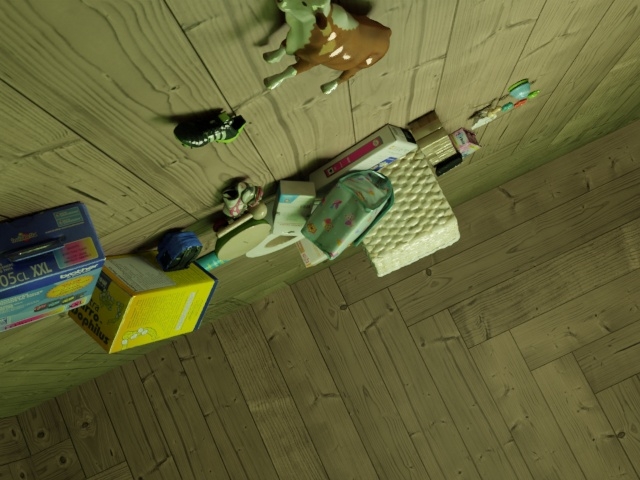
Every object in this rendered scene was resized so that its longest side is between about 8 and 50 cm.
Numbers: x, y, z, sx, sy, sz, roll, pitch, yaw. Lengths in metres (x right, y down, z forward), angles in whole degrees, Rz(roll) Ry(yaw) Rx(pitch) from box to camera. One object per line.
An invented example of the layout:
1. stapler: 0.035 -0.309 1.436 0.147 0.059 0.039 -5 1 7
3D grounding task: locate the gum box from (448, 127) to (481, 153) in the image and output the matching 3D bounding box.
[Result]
1. gum box: 0.487 -0.331 2.407 0.107 0.062 0.188 -30 169 24

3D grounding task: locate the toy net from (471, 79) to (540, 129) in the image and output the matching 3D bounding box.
1. toy net: 0.577 -0.431 2.192 0.232 0.045 0.122 -31 170 35

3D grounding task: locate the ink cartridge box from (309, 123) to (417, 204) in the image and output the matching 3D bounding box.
1. ink cartridge box: 0.097 -0.217 2.053 0.371 0.069 0.176 -32 167 24

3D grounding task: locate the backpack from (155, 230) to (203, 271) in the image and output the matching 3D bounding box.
1. backpack: -0.405 0.022 1.961 0.120 0.101 0.098 -41 167 33

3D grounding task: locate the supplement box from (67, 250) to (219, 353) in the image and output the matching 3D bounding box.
1. supplement box: -0.504 0.163 1.990 0.357 0.194 0.195 -7 128 -58

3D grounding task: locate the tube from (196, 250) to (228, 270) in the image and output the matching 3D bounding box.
1. tube: -0.330 0.047 2.399 0.207 0.052 0.080 -27 144 1

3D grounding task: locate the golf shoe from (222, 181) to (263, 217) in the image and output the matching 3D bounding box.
1. golf shoe: -0.227 -0.116 1.840 0.086 0.067 0.186 21 154 -25

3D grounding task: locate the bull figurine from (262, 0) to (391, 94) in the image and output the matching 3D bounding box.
1. bull figurine: 0.005 -0.334 1.165 0.188 0.101 0.310 -27 168 33

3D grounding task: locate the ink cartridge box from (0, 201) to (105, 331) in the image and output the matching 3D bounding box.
1. ink cartridge box: -0.633 0.060 1.497 0.270 0.151 0.395 -20 167 -29

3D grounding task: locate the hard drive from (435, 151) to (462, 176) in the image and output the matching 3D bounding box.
1. hard drive: 0.427 -0.254 2.284 0.094 0.022 0.135 -31 -173 18

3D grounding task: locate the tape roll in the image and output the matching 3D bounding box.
1. tape roll: -0.134 -0.050 2.248 0.286 0.100 0.286 -24 169 -5

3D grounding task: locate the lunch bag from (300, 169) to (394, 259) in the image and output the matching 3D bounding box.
1. lunch bag: 0.094 -0.089 2.033 0.223 0.160 0.262 -50 172 29

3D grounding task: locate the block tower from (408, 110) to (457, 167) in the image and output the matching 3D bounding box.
1. block tower: 0.353 -0.308 2.129 0.097 0.090 0.335 -27 170 11

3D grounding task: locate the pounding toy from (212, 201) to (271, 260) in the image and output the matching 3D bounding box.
1. pounding toy: -0.248 -0.046 2.012 0.183 0.110 0.237 -29 163 -16

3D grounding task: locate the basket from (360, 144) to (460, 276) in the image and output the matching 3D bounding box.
1. basket: 0.264 -0.099 2.316 0.332 0.328 0.266 -25 168 3

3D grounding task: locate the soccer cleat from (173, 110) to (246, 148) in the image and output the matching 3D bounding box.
1. soccer cleat: -0.216 -0.221 1.342 0.072 0.060 0.179 -43 169 30

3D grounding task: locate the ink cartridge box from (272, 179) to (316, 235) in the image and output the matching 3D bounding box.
1. ink cartridge box: -0.083 -0.093 2.016 0.104 0.060 0.180 2 141 -14

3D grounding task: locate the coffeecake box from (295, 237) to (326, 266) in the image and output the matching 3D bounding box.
1. coffeecake box: 0.000 0.000 2.684 0.186 0.142 0.068 -30 168 28
